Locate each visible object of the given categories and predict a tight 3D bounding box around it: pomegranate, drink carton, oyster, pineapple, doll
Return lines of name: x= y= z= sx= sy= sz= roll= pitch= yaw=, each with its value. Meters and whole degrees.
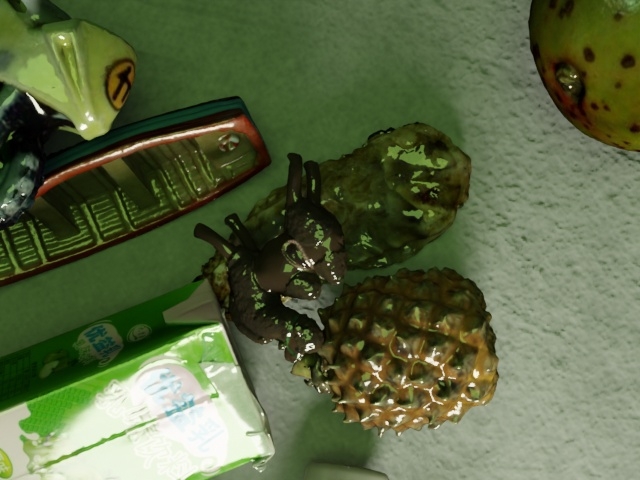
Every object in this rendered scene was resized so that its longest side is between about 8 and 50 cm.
pomegranate: x=0.327 y=-0.197 z=0.881 sx=0.286 sy=0.231 sz=0.230 roll=-17 pitch=86 yaw=-40
drink carton: x=-0.194 y=0.167 z=0.867 sx=0.271 sy=0.108 sz=0.161 roll=-21 pitch=117 yaw=-5
oyster: x=-0.001 y=-0.003 z=0.931 sx=0.345 sy=0.078 sz=0.128 roll=-30 pitch=95 yaw=-2
pineapple: x=0.066 y=0.107 z=0.878 sx=0.193 sy=0.166 sz=0.166 roll=-8 pitch=87 yaw=2
doll: x=-0.032 y=0.023 z=0.849 sx=0.139 sy=0.057 sz=0.165 roll=-32 pitch=73 yaw=13

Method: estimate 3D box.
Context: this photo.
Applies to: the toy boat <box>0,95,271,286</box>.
toy boat: x=-0.241 y=-0.039 z=0.920 sx=0.392 sy=0.136 sz=0.079 roll=-22 pitch=58 yaw=5

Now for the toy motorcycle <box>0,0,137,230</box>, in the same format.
toy motorcycle: x=-0.322 y=-0.207 z=0.869 sx=0.237 sy=0.168 sz=0.410 roll=-27 pitch=73 yaw=-5

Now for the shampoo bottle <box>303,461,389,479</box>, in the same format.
shampoo bottle: x=0.008 y=0.329 z=0.881 sx=0.086 sy=0.056 sz=0.227 roll=4 pitch=66 yaw=14
